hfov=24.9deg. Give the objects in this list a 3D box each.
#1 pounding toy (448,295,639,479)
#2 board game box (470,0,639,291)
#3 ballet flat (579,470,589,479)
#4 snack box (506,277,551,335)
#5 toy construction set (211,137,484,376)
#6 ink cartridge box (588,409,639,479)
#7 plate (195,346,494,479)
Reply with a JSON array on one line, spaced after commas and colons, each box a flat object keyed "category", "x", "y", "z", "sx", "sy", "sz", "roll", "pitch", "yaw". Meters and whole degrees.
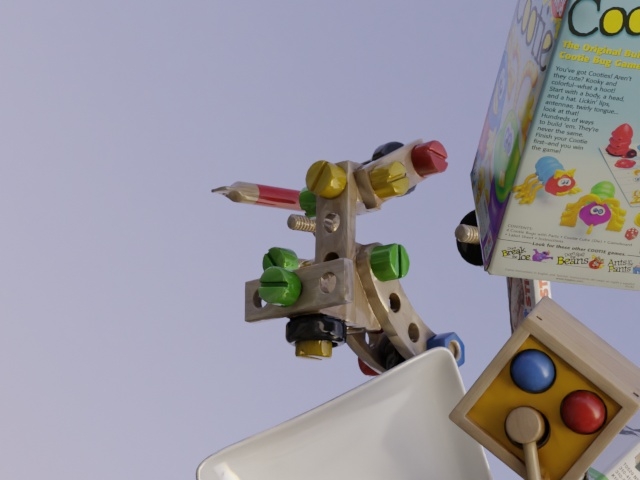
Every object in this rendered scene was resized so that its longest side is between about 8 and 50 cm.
[{"category": "pounding toy", "x": 0.178, "y": 0.146, "z": 1.148, "sx": 0.130, "sy": 0.100, "sz": 0.141, "roll": 39, "pitch": -69, "yaw": 9}, {"category": "board game box", "x": 0.220, "y": -0.114, "z": 1.129, "sx": 0.144, "sy": 0.142, "sz": 0.275, "roll": 7, "pitch": -52, "yaw": -7}, {"category": "ballet flat", "x": 0.194, "y": 0.230, "z": 1.225, "sx": 0.041, "sy": 0.114, "sz": 0.041, "roll": 26, "pitch": -22, "yaw": 11}, {"category": "snack box", "x": 0.217, "y": 0.085, "z": 1.494, "sx": 0.064, "sy": 0.022, "sz": 0.178, "roll": -174, "pitch": -102, "yaw": -71}, {"category": "toy construction set", "x": 0.000, "y": 0.000, "z": 1.439, "sx": 0.308, "sy": 0.237, "sz": 0.258, "roll": 20, "pitch": -81, "yaw": 43}, {"category": "ink cartridge box", "x": 0.454, "y": 0.324, "z": 1.981, "sx": 0.160, "sy": 0.219, "sz": 0.092, "roll": 50, "pitch": -9, "yaw": -14}, {"category": "plate", "x": 0.041, "y": 0.273, "z": 1.399, "sx": 0.045, "sy": 0.277, "sz": 0.278, "roll": 19, "pitch": -50, "yaw": 67}]
